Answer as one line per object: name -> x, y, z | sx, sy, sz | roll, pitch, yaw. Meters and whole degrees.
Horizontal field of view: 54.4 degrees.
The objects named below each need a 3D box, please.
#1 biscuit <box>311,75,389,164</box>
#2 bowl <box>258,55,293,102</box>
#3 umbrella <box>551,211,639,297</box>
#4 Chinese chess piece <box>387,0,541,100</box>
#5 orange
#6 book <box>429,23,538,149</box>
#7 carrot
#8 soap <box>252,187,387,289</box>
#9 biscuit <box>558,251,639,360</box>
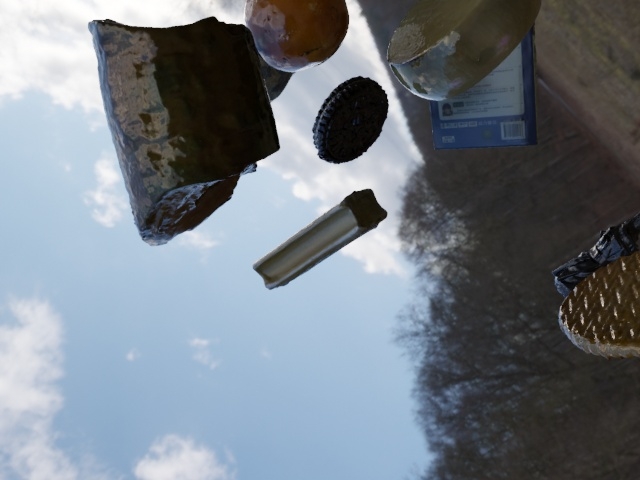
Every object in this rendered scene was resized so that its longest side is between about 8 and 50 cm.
biscuit -> 0.062, -0.240, 1.255 | 0.053, 0.195, 0.194 | 44, -162, 32
bowl -> -0.226, -0.440, 1.766 | 0.313, 0.313, 0.146 | 9, -95, -55
umbrella -> 0.739, 0.023, 1.587 | 0.118, 0.340, 0.118 | 30, -154, -16
Chinese chess piece -> 0.218, -0.333, 0.962 | 0.097, 0.251, 0.251 | 38, -155, -22
orange -> -0.056, -0.510, 1.442 | 0.246, 0.246, 0.246 | 38, -155, -21
book -> 0.436, -0.462, 1.708 | 0.039, 0.299, 0.428 | -46, -49, -54
carrot -> -0.186, -0.162, 0.915 | 0.241, 0.241, 0.341 | -50, -49, -66
soap -> 0.000, 0.000, 1.351 | 0.089, 0.274, 0.173 | 57, -152, 2
biscuit -> 0.412, 0.067, 0.750 | 0.035, 0.253, 0.254 | 62, -159, -12
